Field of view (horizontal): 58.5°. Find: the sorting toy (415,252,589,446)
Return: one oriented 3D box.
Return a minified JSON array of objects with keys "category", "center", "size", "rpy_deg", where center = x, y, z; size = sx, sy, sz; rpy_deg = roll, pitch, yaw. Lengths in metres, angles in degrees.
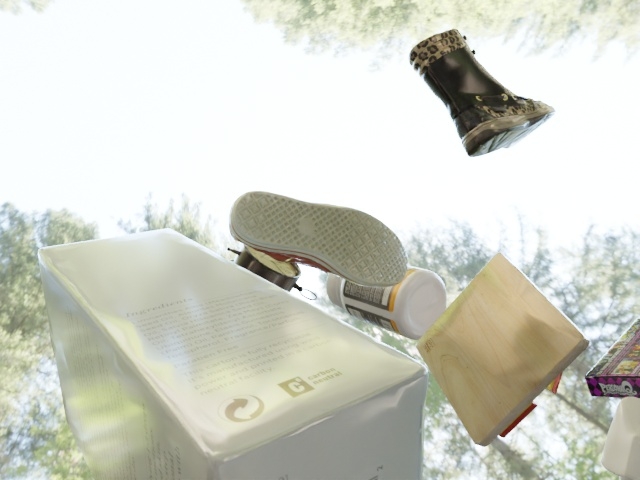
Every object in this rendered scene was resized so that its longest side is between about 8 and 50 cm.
[{"category":"sorting toy","center":[0.332,0.199,1.042],"size":[0.089,0.257,0.256],"rpy_deg":[28,-71,-30]}]

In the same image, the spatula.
[{"category":"spatula","center":[0.355,0.294,0.558],"size":[0.168,0.019,0.242],"rpy_deg":[15,-101,18]}]

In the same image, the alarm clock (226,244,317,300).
[{"category":"alarm clock","center":[-0.089,0.065,1.116],"size":[0.192,0.129,0.064],"rpy_deg":[31,-75,8]}]

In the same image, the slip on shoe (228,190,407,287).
[{"category":"slip on shoe","center":[0.000,0.000,0.959],"size":[0.331,0.101,0.123],"rpy_deg":[16,-103,-20]}]

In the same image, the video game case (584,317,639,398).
[{"category":"video game case","center":[0.561,0.175,0.884],"size":[0.232,0.210,0.042],"rpy_deg":[-24,-84,-39]}]

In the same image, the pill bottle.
[{"category":"pill bottle","center":[0.149,0.127,1.365],"size":[0.162,0.278,0.162],"rpy_deg":[-8,-77,-37]}]

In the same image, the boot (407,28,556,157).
[{"category":"boot","center":[0.383,-0.354,1.346],"size":[0.377,0.138,0.284],"rpy_deg":[-23,-105,-41]}]

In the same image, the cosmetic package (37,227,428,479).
[{"category":"cosmetic package","center":[-0.118,0.152,0.527],"size":[0.161,0.453,0.230],"rpy_deg":[-13,-69,-34]}]
